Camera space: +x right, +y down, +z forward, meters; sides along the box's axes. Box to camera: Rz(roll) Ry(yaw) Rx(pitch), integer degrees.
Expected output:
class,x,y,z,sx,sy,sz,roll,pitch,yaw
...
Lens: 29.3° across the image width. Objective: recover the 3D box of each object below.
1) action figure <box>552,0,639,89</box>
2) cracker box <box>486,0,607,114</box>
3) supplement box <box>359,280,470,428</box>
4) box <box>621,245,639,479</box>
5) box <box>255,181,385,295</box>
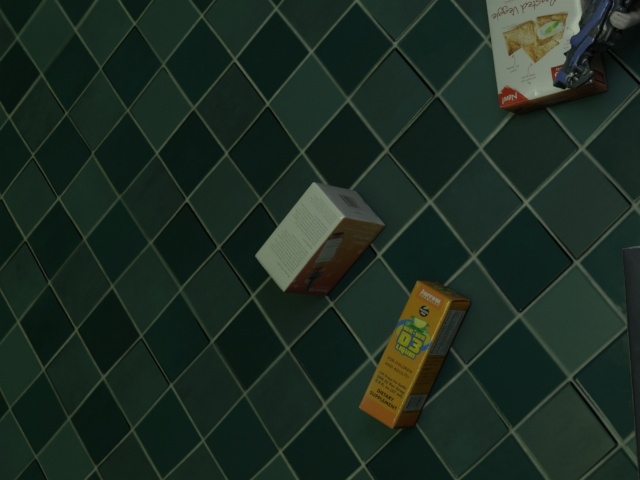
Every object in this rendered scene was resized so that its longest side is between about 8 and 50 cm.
class,x,y,z,sx,sy,sz,roll,pitch,yaw
action figure,0.489,-0.329,1.731,0.330,0.179,0.341,47,118,33
cracker box,0.343,-0.325,1.886,0.156,0.067,0.232,-13,78,34
supplement box,0.150,0.182,1.960,0.078,0.080,0.233,29,99,32
box,0.527,0.156,1.561,0.183,0.294,0.296,-8,81,35
box,0.000,0.000,2.055,0.170,0.130,0.091,-52,60,20
